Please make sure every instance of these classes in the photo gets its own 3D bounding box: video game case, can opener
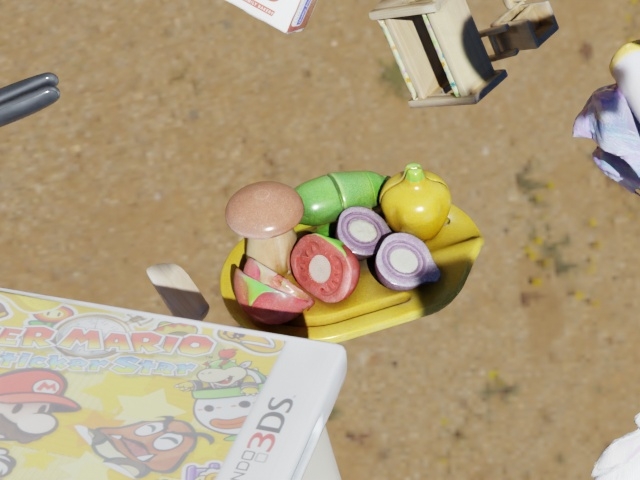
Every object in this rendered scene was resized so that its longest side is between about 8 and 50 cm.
[{"bbox_3d":[-0.121,0.093,0.687,0.206,0.227,0.026,-62,157,-57],"label":"video game case"},{"bbox_3d":[-0.370,-0.135,1.618,0.059,0.186,0.073,63,4,39],"label":"can opener"}]

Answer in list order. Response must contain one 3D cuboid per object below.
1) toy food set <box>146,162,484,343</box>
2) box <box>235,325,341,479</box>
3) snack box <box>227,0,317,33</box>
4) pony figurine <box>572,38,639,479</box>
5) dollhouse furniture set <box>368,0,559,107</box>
[{"bbox_3d":[0.000,0.000,0.955,0.217,0.128,0.071,-17,132,-11],"label":"toy food set"},{"bbox_3d":[-0.151,0.199,1.197,0.121,0.311,0.148,29,42,-61],"label":"box"},{"bbox_3d":[-0.072,-0.153,0.600,0.064,0.178,0.022,-65,165,21],"label":"snack box"},{"bbox_3d":[0.317,0.028,0.993,0.351,0.303,0.363,-10,61,-22],"label":"pony figurine"},{"bbox_3d":[0.131,-0.252,1.476,0.161,0.101,0.182,-41,117,-33],"label":"dollhouse furniture set"}]
